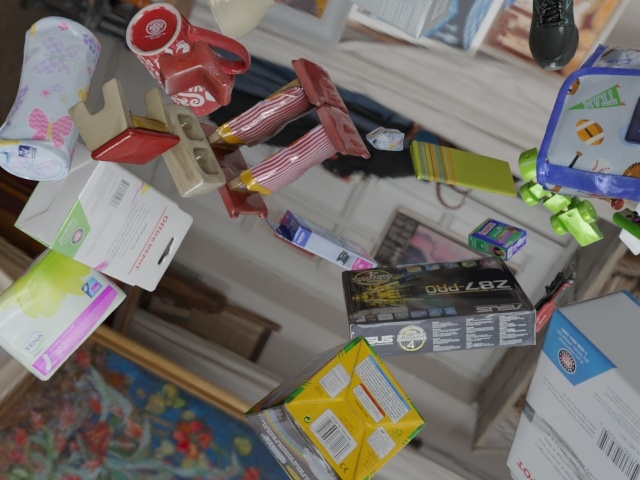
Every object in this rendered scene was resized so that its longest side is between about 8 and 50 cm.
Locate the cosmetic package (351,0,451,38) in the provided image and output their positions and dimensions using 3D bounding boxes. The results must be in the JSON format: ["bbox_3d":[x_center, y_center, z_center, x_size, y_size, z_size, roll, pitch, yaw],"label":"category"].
[{"bbox_3d":[0.119,-0.481,1.488,0.127,0.238,0.107,-44,160,-41],"label":"cosmetic package"}]

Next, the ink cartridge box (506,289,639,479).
[{"bbox_3d":[0.385,0.258,1.078,0.223,0.129,0.308,-128,-146,-46],"label":"ink cartridge box"}]

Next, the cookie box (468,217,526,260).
[{"bbox_3d":[0.420,-0.004,1.945,0.091,0.107,0.040,-36,134,-35],"label":"cookie box"}]

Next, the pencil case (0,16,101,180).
[{"bbox_3d":[-0.446,-0.232,1.341,0.113,0.124,0.273,105,-7,-64],"label":"pencil case"}]

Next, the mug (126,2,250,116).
[{"bbox_3d":[-0.204,-0.292,1.264,0.150,0.113,0.169,-35,153,4],"label":"mug"}]

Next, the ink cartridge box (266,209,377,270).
[{"bbox_3d":[0.000,0.000,2.348,0.065,0.311,0.186,-63,-161,9],"label":"ink cartridge box"}]

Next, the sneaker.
[{"bbox_3d":[0.452,-0.467,1.616,0.106,0.101,0.268,29,61,-58],"label":"sneaker"}]

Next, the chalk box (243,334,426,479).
[{"bbox_3d":[0.006,0.221,1.007,0.132,0.132,0.213,-37,180,-25],"label":"chalk box"}]

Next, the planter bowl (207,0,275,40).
[{"bbox_3d":[-0.147,-0.448,1.465,0.109,0.162,0.162,-22,-179,5],"label":"planter bowl"}]

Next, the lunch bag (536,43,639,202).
[{"bbox_3d":[0.561,-0.173,1.337,0.385,0.327,0.239,-43,137,-46],"label":"lunch bag"}]

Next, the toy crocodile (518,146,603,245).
[{"bbox_3d":[0.667,-0.115,2.282,0.115,0.340,0.105,-35,-161,40],"label":"toy crocodile"}]

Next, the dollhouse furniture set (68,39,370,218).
[{"bbox_3d":[-0.108,-0.136,1.062,0.201,0.152,0.374,-29,171,21],"label":"dollhouse furniture set"}]

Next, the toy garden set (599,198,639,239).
[{"bbox_3d":[0.728,-0.102,1.734,0.204,0.244,0.049,-125,-165,-57],"label":"toy garden set"}]

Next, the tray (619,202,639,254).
[{"bbox_3d":[0.901,-0.094,2.185,0.145,0.030,0.270,32,91,-46],"label":"tray"}]

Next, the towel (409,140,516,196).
[{"bbox_3d":[0.305,-0.150,1.752,0.021,0.237,0.102,121,-27,-49],"label":"towel"}]

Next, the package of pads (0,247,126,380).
[{"bbox_3d":[-0.674,0.169,2.050,0.296,0.229,0.101,-49,-168,-15],"label":"package of pads"}]

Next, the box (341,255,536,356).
[{"bbox_3d":[0.252,0.146,1.850,0.318,0.394,0.097,-93,178,-68],"label":"box"}]

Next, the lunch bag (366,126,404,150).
[{"bbox_3d":[0.158,-0.250,2.007,0.071,0.083,0.053,-110,-159,-73],"label":"lunch bag"}]

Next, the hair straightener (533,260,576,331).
[{"bbox_3d":[0.624,0.140,2.228,0.089,0.047,0.230,-96,-154,-57],"label":"hair straightener"}]

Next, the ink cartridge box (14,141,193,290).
[{"bbox_3d":[-0.434,-0.041,1.702,0.207,0.119,0.353,-61,152,-7],"label":"ink cartridge box"}]
